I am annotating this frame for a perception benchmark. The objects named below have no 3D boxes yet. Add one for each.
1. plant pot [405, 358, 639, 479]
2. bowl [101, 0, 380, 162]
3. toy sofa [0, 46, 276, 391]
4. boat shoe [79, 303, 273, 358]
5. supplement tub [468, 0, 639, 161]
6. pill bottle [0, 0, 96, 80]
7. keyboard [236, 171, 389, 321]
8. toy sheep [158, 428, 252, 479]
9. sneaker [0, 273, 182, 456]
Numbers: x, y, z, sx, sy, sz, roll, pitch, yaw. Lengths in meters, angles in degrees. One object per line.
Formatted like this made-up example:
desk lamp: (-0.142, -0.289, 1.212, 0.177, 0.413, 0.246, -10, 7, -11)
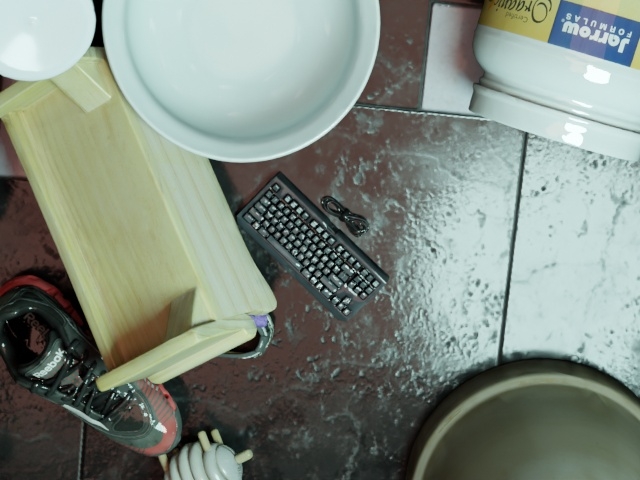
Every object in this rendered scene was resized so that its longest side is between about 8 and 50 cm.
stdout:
plant pot: (0.257, 0.320, 1.647, 0.323, 0.280, 0.323, 0, 100, 2)
bowl: (-0.088, -0.237, 1.624, 0.298, 0.134, 0.297, -1, 96, -5)
toy sofa: (-0.208, -0.029, 1.638, 0.150, 0.177, 0.362, -28, 82, 27)
boat shoe: (-0.169, 0.084, 1.717, 0.233, 0.079, 0.084, 16, 102, 0)
supplement tub: (0.294, -0.261, 1.574, 0.228, 0.228, 0.316, 16, 99, -2)
pill bottle: (-0.321, -0.277, 1.571, 0.131, 0.245, 0.130, -10, 125, -14)
keyboard: (0.000, 0.000, 1.727, 0.180, 0.023, 0.108, 44, 97, -7)
toy sheep: (-0.137, 0.273, 1.744, 0.132, 0.091, 0.091, -29, 98, 24)
sneaker: (-0.275, 0.154, 1.691, 0.276, 0.135, 0.097, 43, 97, -1)
